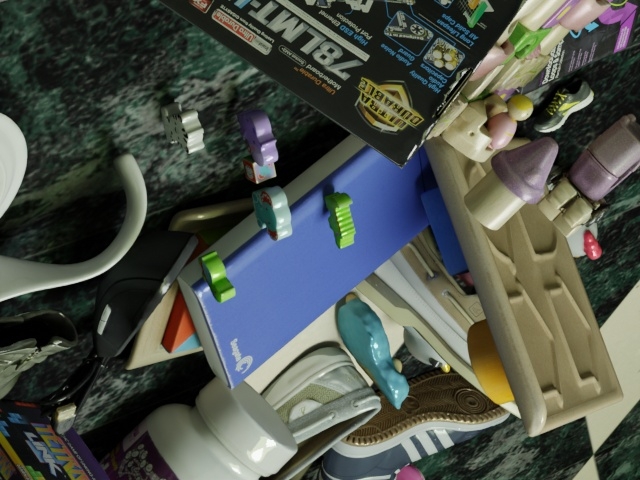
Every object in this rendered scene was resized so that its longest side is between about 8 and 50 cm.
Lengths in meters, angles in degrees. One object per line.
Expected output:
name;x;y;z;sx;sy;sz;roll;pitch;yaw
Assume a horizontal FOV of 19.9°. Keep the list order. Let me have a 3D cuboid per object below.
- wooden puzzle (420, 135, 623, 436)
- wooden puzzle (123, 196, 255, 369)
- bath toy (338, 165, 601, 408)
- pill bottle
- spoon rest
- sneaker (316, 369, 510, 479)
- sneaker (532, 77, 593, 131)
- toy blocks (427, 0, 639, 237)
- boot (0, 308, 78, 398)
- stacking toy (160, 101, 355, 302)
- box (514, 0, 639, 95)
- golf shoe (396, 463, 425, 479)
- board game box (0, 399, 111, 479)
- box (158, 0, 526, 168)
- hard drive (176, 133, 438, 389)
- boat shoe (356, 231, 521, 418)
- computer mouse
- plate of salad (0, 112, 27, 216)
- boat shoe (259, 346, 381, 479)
wooden puzzle;0.207;0.046;1.976;0.080;0.322;0.348;-21;173;21
wooden puzzle;-0.086;0.041;1.943;0.221;0.044;0.238;-13;141;-39
bath toy;0.194;0.052;2.187;0.348;0.129;0.151;-35;150;-8
pill bottle;-0.175;0.292;2.059;0.301;0.169;0.169;-44;150;7
spoon rest;-0.269;0.026;1.660;0.276;0.084;0.137;-35;-174;-12
sneaker;0.118;0.268;2.416;0.282;0.099;0.153;-10;135;-30
sneaker;0.275;-0.158;2.096;0.083;0.031;0.035;-38;137;-10
toy blocks;0.198;-0.194;1.620;0.260;0.309;0.288;-46;170;23
boot;-0.352;0.118;1.673;0.161;0.083;0.246;-37;165;37
stacking toy;-0.050;-0.061;1.753;0.167;0.052;0.221;-24;118;-24
box;0.282;-0.232;1.999;0.162;0.029;0.116;-25;147;-21
golf shoe;0.056;0.404;2.546;0.306;0.115;0.140;-50;160;29
board game box;-0.284;0.236;1.860;0.048;0.170;0.141;-51;149;16
box;0.031;-0.256;1.448;0.293;0.295;0.073;-55;-177;25
hard drive;0.000;0.000;1.916;0.319;0.040;0.210;-39;151;-16
boat shoe;0.166;0.092;2.067;0.103;0.302;0.113;-50;-171;0
computer mouse;-0.210;0.085;1.753;0.184;0.060;0.262;-58;-174;-30
plate of salad;-0.340;-0.041;1.546;0.200;0.048;0.200;-31;151;-20
boat shoe;-0.063;0.269;2.216;0.320;0.103;0.118;-44;150;9
